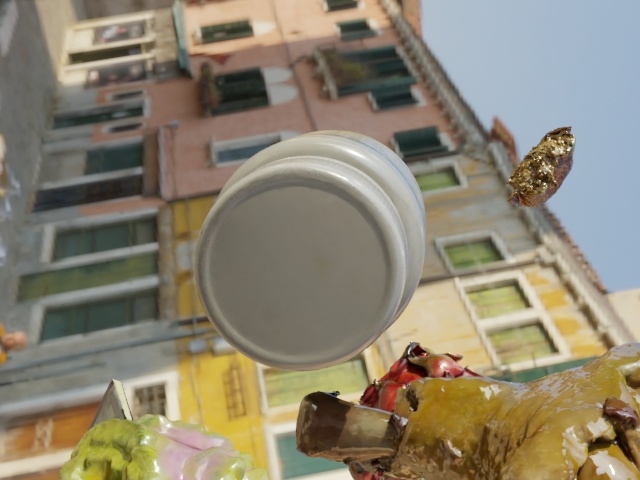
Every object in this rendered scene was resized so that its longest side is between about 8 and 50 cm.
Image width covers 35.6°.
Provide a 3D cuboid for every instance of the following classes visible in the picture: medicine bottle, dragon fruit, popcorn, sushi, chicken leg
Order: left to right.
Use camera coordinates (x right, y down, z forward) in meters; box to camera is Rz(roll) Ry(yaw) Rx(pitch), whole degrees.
[{"bbox_3d":[-0.105,0.179,0.669,0.125,0.145,0.126,-57,144,-63],"label":"popcorn"},{"bbox_3d":[0.000,0.000,0.979,0.339,0.208,0.208,-55,137,-80],"label":"medicine bottle"},{"bbox_3d":[0.158,0.273,1.328,0.227,0.243,0.307,-64,178,9],"label":"dragon fruit"},{"bbox_3d":[0.168,0.183,0.851,0.295,0.410,0.181,-36,131,-70],"label":"chicken leg"},{"bbox_3d":[0.255,-0.084,1.159,0.118,0.062,0.060,-61,140,-21],"label":"sushi"}]

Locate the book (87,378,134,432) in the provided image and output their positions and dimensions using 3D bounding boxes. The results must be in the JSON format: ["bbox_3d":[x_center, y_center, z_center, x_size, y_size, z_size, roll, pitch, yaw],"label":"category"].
[{"bbox_3d":[-0.310,0.324,1.455,0.157,0.026,0.231,-64,-154,12],"label":"book"}]
